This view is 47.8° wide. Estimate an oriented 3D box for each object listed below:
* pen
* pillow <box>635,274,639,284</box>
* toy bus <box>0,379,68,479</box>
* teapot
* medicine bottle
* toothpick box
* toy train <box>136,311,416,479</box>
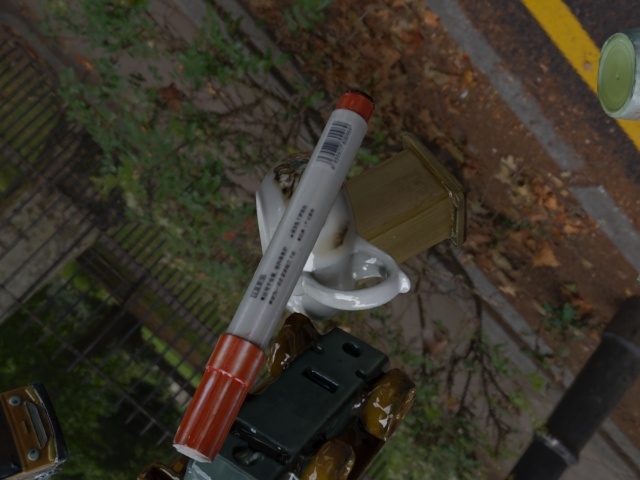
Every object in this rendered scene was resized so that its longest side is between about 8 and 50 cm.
[{"bbox_3d":[-0.021,0.011,0.418,0.028,0.239,0.028,21,158,9],"label":"pen"},{"bbox_3d":[0.551,-0.057,0.888,0.281,0.274,0.076,89,163,-53],"label":"pillow"},{"bbox_3d":[-0.361,0.237,0.793,0.201,0.114,0.098,-42,69,45],"label":"toy bus"},{"bbox_3d":[0.000,0.000,0.868,0.298,0.139,0.204,-111,17,-56],"label":"teapot"},{"bbox_3d":[0.542,-0.268,1.166,0.142,0.148,0.147,-2,163,-4],"label":"medicine bottle"},{"bbox_3d":[0.102,-0.032,1.393,0.190,0.308,0.187,56,169,31],"label":"toothpick box"},{"bbox_3d":[-0.042,0.235,0.754,0.163,0.369,0.232,29,120,18],"label":"toy train"}]
